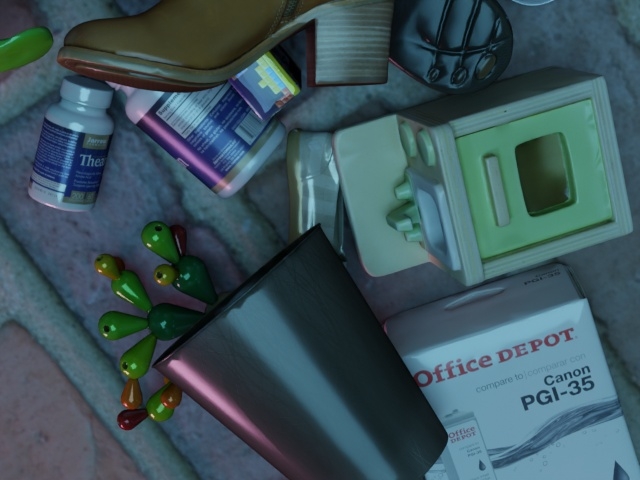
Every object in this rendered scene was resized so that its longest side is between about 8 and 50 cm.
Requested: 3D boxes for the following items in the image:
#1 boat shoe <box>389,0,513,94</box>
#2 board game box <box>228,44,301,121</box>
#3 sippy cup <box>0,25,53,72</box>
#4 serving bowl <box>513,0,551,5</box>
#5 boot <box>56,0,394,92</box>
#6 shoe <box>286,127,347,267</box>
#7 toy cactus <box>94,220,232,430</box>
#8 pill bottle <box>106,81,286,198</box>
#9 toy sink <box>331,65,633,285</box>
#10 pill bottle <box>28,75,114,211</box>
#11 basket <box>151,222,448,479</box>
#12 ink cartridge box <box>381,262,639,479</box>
[{"bbox_3d":[0.032,-0.248,1.185,0.324,0.120,0.122,39,109,-1],"label":"boat shoe"},{"bbox_3d":[-0.087,-0.196,1.187,0.048,0.141,0.170,-38,101,10],"label":"board game box"},{"bbox_3d":[-0.305,-0.311,1.125,0.224,0.240,0.305,-15,114,-7],"label":"sippy cup"},{"bbox_3d":[0.199,-0.263,1.224,0.083,0.027,0.083,0,106,0],"label":"serving bowl"},{"bbox_3d":[-0.074,-0.233,1.056,0.283,0.109,0.220,-3,94,-10],"label":"boot"},{"bbox_3d":[0.000,0.000,1.274,0.058,0.076,0.219,0,104,6],"label":"shoe"},{"bbox_3d":[-0.132,0.080,1.299,0.181,0.112,0.219,-5,104,-18],"label":"toy cactus"},{"bbox_3d":[-0.123,-0.126,1.230,0.169,0.094,0.094,41,102,-10],"label":"pill bottle"},{"bbox_3d":[0.148,-0.054,1.204,0.234,0.131,0.152,-16,105,-9],"label":"toy sink"},{"bbox_3d":[-0.236,-0.093,1.254,0.067,0.067,0.120,15,105,-4],"label":"pill bottle"},{"bbox_3d":[-0.005,0.135,1.187,0.204,0.154,0.227,-39,94,15],"label":"basket"},{"bbox_3d":[0.198,0.193,1.304,0.207,0.117,0.283,-19,105,6],"label":"ink cartridge box"}]
